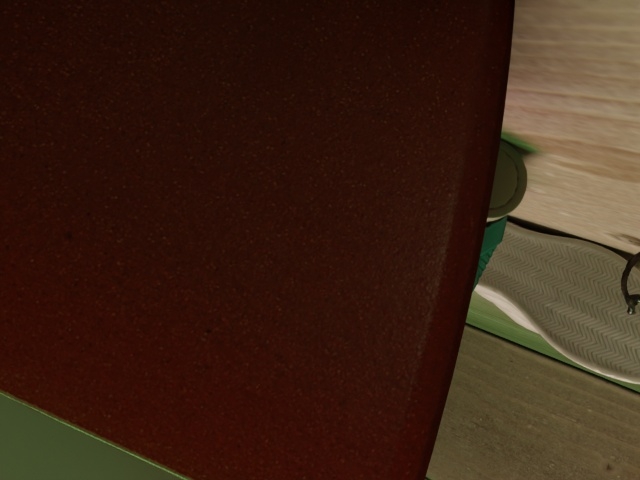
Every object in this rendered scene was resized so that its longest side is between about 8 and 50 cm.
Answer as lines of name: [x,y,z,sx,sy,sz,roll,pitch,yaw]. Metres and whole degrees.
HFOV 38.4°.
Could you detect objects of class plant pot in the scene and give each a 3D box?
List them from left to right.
plant pot: [-0.045,-0.033,0.464,0.267,0.236,0.267,24,176,2]

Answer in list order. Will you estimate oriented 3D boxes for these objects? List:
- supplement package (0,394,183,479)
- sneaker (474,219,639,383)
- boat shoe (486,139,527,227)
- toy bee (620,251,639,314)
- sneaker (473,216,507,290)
supplement package: [-0.124,0.147,0.524,0.194,0.149,0.203,23,177,21]
sneaker: [0.257,0.060,0.928,0.169,0.108,0.292,26,-174,-47]
boat shoe: [0.034,-0.066,0.671,0.228,0.081,0.068,22,172,1]
toy bee: [0.349,0.127,0.622,0.298,0.195,0.162,-93,-23,-54]
sneaker: [0.000,0.000,0.771,0.295,0.178,0.124,14,175,8]
